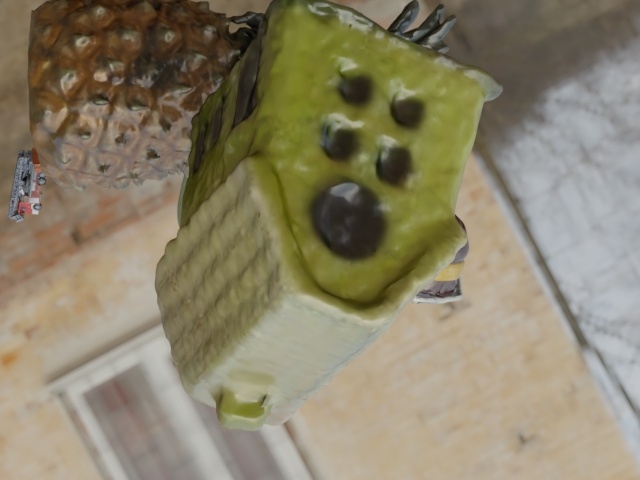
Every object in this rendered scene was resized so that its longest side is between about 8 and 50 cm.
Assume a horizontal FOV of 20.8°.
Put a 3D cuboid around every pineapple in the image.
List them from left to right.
[{"bbox_3d":[-0.061,-0.127,1.381,0.340,0.169,0.169,-5,-177,1],"label":"pineapple"}]

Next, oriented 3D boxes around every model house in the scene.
[{"bbox_3d":[0.000,0.000,1.127,0.175,0.234,0.193,17,150,-19],"label":"model house"}]

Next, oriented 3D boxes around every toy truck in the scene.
[{"bbox_3d":[-0.272,-0.051,1.628,0.032,0.024,0.083,1,138,-15],"label":"toy truck"}]

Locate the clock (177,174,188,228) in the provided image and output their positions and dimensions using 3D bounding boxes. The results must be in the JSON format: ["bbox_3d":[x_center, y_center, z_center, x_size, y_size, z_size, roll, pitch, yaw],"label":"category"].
[{"bbox_3d":[-0.065,-0.064,1.830,0.062,0.151,0.191,19,174,-43],"label":"clock"}]

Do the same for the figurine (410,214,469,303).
[{"bbox_3d":[0.049,0.009,1.826,0.240,0.115,0.175,-1,177,43],"label":"figurine"}]
